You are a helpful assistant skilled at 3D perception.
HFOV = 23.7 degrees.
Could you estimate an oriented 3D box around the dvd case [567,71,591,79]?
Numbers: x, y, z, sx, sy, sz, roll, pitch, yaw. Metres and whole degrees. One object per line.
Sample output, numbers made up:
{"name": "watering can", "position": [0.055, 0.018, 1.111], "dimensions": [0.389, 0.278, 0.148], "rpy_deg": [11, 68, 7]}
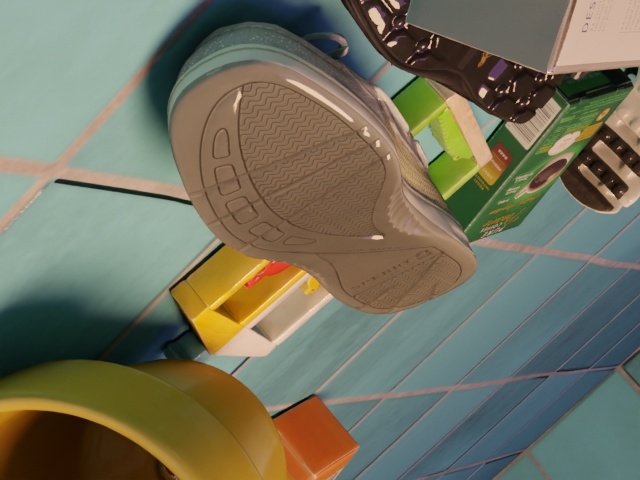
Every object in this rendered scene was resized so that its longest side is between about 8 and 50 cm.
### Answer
{"name": "dvd case", "position": [0.289, -0.236, 1.167], "dimensions": [0.179, 0.029, 0.238], "rpy_deg": [-29, 159, -30]}

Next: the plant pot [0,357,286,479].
{"name": "plant pot", "position": [-0.132, 0.186, 1.024], "dimensions": [0.254, 0.254, 0.239], "rpy_deg": [-47, 177, 20]}

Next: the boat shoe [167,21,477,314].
{"name": "boat shoe", "position": [0.002, -0.049, 0.921], "dimensions": [0.118, 0.103, 0.320], "rpy_deg": [-27, 151, 18]}

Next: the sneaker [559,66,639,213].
{"name": "sneaker", "position": [0.339, -0.145, 1.387], "dimensions": [0.292, 0.110, 0.118], "rpy_deg": [-42, 172, 34]}

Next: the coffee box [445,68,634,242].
{"name": "coffee box", "position": [0.178, -0.074, 1.313], "dimensions": [0.113, 0.040, 0.184], "rpy_deg": [-19, 153, -47]}

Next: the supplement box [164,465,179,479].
{"name": "supplement box", "position": [-0.160, 0.275, 1.421], "dimensions": [0.239, 0.073, 0.130], "rpy_deg": [-28, 159, -30]}

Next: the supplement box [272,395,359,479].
{"name": "supplement box", "position": [-0.051, 0.264, 1.608], "dimensions": [0.080, 0.078, 0.233], "rpy_deg": [-27, 159, -44]}

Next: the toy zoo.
{"name": "toy zoo", "position": [0.000, 0.000, 1.147], "dimensions": [0.293, 0.030, 0.192], "rpy_deg": [-41, 162, 2]}

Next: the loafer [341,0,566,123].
{"name": "loafer", "position": [0.065, -0.134, 0.888], "dimensions": [0.076, 0.078, 0.223], "rpy_deg": [-50, 144, 9]}

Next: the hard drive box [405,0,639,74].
{"name": "hard drive box", "position": [0.161, -0.190, 0.814], "dimensions": [0.232, 0.089, 0.181], "rpy_deg": [-12, 122, -56]}
